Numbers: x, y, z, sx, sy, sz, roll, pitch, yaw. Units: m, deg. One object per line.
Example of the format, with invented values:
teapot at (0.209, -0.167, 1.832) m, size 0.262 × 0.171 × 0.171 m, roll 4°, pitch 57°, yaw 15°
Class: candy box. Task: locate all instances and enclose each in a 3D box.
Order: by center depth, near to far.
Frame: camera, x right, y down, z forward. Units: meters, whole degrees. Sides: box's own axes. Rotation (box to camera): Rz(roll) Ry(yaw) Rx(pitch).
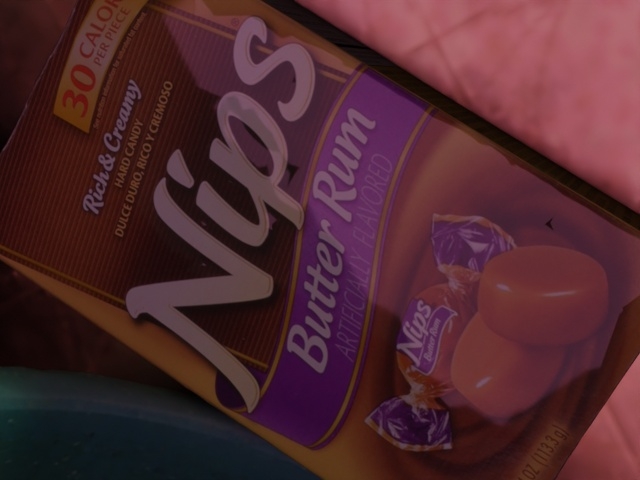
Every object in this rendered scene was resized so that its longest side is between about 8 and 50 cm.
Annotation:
candy box at (0.000, 0.000, 0.364) m, size 0.187 × 0.053 × 0.109 m, roll 33°, pitch 104°, yaw 11°

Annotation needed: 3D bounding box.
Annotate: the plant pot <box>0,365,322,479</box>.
plant pot at (-0.074, 0.268, 0.289) m, size 0.341 × 0.341 × 0.334 m, roll 35°, pitch 112°, yaw 9°
